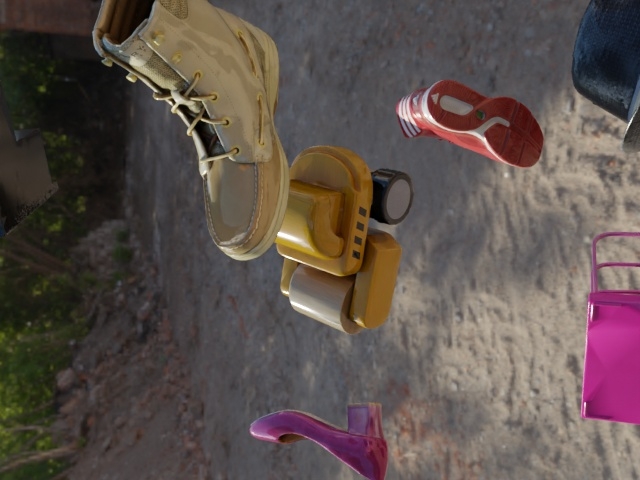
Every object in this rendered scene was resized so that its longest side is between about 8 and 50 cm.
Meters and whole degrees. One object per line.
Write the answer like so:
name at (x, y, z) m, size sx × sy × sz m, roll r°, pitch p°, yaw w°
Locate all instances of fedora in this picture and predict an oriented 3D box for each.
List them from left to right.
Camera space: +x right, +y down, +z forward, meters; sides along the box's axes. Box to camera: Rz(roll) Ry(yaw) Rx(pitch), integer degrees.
fedora at (0.459, -0.298, 0.997) m, size 0.152 × 0.334 × 0.334 m, roll 29°, pitch 125°, yaw 26°

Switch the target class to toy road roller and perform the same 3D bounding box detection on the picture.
toy road roller at (0.000, 0.000, 1.230) m, size 0.202 × 0.240 × 0.330 m, roll 18°, pitch 106°, yaw 38°

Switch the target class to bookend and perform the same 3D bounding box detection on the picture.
bookend at (-0.346, -0.099, 0.727) m, size 0.156 × 0.072 × 0.157 m, roll -91°, pitch -4°, yaw -68°

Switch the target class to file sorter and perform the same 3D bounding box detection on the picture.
file sorter at (0.549, 0.148, 1.180) m, size 0.182 × 0.202 × 0.291 m, roll -67°, pitch -28°, yaw -46°

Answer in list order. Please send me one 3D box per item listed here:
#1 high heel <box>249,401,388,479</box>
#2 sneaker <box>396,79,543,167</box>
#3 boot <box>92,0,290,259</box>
high heel at (-0.008, 0.321, 1.089) m, size 0.082 × 0.244 × 0.117 m, roll 37°, pitch -134°, yaw -56°
sneaker at (0.205, -0.166, 1.007) m, size 0.128 × 0.221 × 0.087 m, roll 14°, pitch 82°, yaw 60°
boot at (-0.118, -0.124, 0.666) m, size 0.095 × 0.203 × 0.262 m, roll -9°, pitch 72°, yaw 28°
